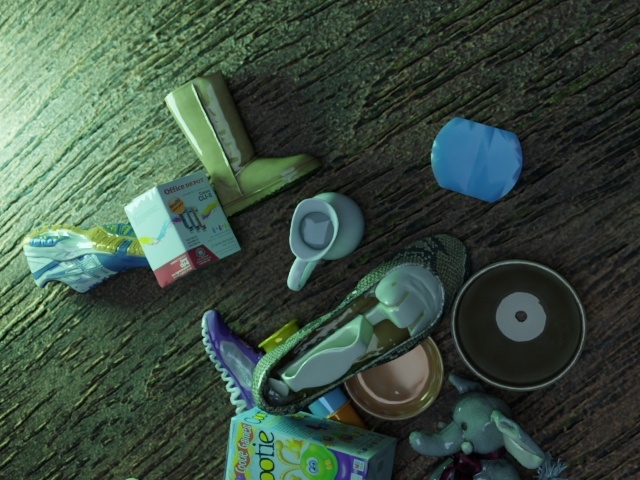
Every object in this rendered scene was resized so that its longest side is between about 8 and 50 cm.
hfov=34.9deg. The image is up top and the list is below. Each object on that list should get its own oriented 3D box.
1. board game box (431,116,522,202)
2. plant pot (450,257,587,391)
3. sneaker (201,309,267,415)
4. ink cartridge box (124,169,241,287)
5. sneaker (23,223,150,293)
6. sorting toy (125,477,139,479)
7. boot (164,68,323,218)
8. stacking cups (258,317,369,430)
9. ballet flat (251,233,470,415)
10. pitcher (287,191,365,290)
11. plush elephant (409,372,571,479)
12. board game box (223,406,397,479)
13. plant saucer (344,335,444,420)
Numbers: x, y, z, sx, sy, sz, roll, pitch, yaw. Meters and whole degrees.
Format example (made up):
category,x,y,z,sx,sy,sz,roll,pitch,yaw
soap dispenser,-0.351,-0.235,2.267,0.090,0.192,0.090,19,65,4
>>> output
category,x,y,z,sx,sy,sz,roll,pitch,yaw
board game box,0.289,-0.149,1.870,0.168,0.033,0.133,18,105,17
plant pot,0.360,0.146,1.840,0.237,0.109,0.238,1,95,15
sneaker,-0.151,0.235,2.000,0.104,0.095,0.236,-26,94,9
ink cartridge box,-0.266,-0.024,1.958,0.127,0.128,0.176,-27,88,46
sneaker,-0.452,0.042,2.062,0.296,0.112,0.131,3,114,16
sorting toy,-0.300,0.650,2.106,0.307,0.041,0.229,20,96,12
boot,-0.151,-0.204,1.952,0.236,0.089,0.270,-25,88,15
stacking cups,0.005,0.305,1.969,0.096,0.096,0.316,-34,91,15
ballet flat,0.081,0.165,1.826,0.482,0.182,0.164,-36,92,1
pitcher,0.000,0.000,1.869,0.125,0.207,0.178,26,102,11
plush elephant,0.272,0.389,1.816,0.330,0.272,0.256,-26,103,-12
board game box,-0.020,0.411,1.866,0.275,0.144,0.142,12,99,24
plant saucer,0.139,0.243,1.946,0.199,0.037,0.200,2,97,14
